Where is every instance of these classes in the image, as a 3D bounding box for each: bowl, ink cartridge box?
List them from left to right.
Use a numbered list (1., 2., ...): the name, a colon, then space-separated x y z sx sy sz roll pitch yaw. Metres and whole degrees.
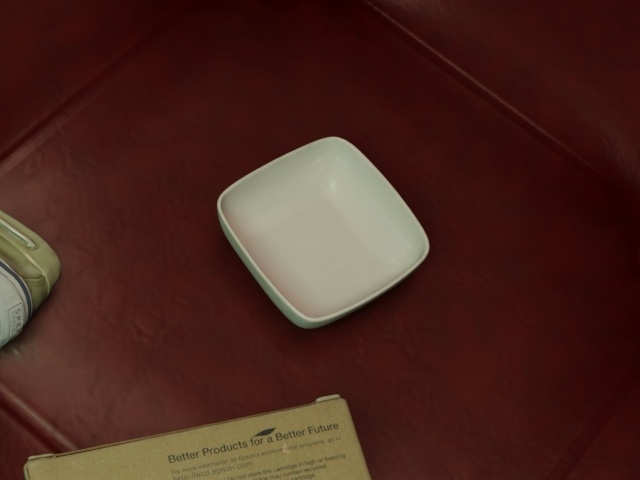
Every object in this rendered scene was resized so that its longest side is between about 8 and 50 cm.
1. ink cartridge box: -0.071 0.229 1.030 0.234 0.088 0.193 -9 61 -16
2. bowl: 0.000 0.000 1.200 0.142 0.053 0.142 -29 69 -25

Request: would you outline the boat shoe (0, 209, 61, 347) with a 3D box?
1. boat shoe: -0.335 -0.025 1.129 0.302 0.109 0.094 36 36 5
